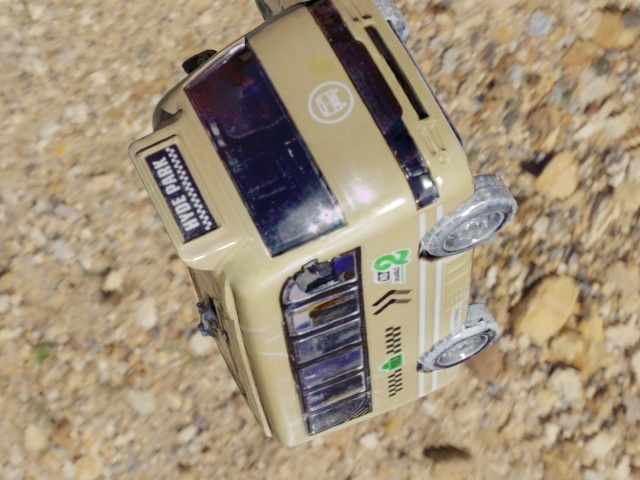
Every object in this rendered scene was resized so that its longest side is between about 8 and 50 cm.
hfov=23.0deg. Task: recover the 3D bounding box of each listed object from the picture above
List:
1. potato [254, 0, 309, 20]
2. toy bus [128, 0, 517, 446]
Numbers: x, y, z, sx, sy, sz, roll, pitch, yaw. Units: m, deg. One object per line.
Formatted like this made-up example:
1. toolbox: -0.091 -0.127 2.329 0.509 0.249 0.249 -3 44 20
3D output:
1. potato: 0.012 -0.212 0.863 0.117 0.202 0.182 -14 125 -19
2. toy bus: 0.000 0.000 0.837 0.157 0.289 0.139 -25 68 -8
